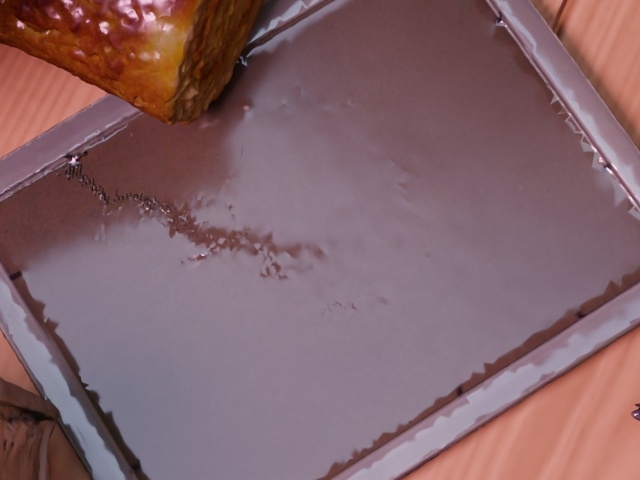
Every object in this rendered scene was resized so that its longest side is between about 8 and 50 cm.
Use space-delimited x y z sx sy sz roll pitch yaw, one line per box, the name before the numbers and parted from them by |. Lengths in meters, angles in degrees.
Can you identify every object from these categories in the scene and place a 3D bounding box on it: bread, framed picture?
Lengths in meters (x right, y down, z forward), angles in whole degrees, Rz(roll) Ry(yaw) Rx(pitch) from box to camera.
bread | -0.110 -0.143 0.860 0.172 0.103 0.132 25 102 14
framed picture | 0.000 0.000 0.872 0.293 0.018 0.231 -31 75 -7

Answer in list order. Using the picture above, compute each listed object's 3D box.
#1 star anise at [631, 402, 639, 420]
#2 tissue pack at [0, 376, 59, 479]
star anise | 0.208 0.081 0.829 0.141 0.042 0.141 -1 72 4
tissue pack | -0.314 0.216 0.724 0.405 0.205 0.331 -1 78 2
